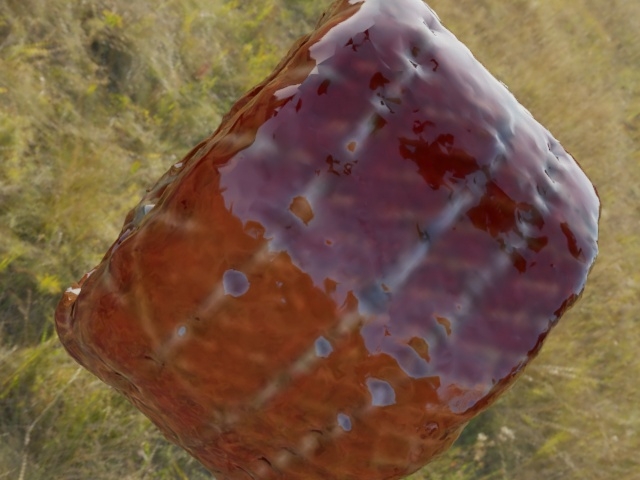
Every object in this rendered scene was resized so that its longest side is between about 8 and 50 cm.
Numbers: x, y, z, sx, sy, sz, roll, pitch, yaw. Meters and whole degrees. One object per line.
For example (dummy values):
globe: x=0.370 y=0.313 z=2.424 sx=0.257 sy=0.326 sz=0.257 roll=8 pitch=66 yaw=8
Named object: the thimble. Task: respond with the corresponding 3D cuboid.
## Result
thimble: x=0.000 y=0.000 z=0.572 sx=0.230 sy=0.350 sz=0.350 roll=44 pitch=31 yaw=-11
